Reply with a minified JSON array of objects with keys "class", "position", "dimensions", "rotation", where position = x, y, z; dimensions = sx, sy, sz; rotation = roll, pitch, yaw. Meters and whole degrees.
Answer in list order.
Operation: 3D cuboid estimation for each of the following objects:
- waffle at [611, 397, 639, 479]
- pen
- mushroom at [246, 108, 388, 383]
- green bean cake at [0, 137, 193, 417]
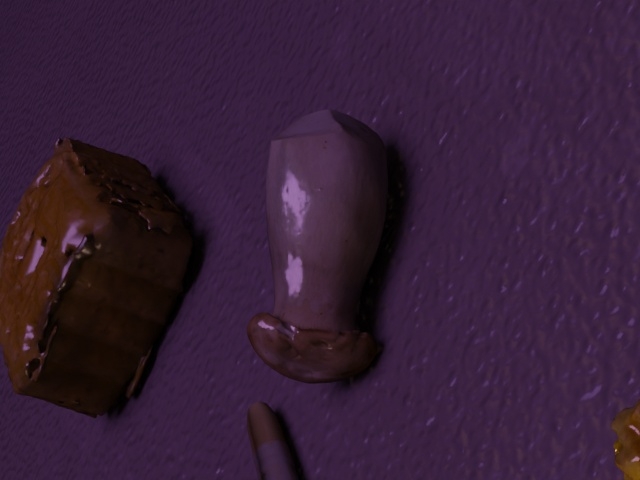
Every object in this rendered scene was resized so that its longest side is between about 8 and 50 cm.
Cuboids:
[{"class":"waffle","position":[0.198,0.179,0.585],"dimensions":[0.262,0.060,0.280],"rotation":[-25,62,55]},{"class":"pen","position":[-0.023,0.206,1.048],"dimensions":[0.233,0.032,0.040],"rotation":[-111,26,-52]},{"class":"mushroom","position":[0.001,0.000,1.065],"dimensions":[0.088,0.097,0.212],"rotation":[-8,66,46]},{"class":"green bean cake","position":[-0.237,0.032,1.405],"dimensions":[0.229,0.131,0.224],"rotation":[-61,32,16]}]
